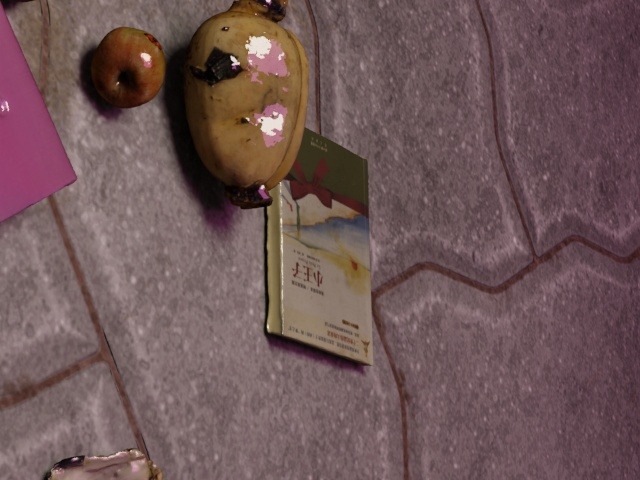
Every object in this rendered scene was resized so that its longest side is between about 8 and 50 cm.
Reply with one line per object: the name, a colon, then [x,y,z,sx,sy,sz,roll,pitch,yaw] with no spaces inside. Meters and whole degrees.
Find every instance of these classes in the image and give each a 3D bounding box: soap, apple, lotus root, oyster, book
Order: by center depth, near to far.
soap: [-0.342,-0.132,1.328,0.181,0.081,0.259,-36,107,-54]
oyster: [-0.205,0.243,1.406,0.121,0.045,0.146,56,45,-30]
apple: [-0.202,-0.184,1.550,0.084,0.084,0.071,61,19,-19]
lotus root: [-0.088,-0.166,1.657,0.154,0.140,0.256,20,70,-65]
book: [0.000,0.000,1.813,0.201,0.026,0.289,24,58,-51]
